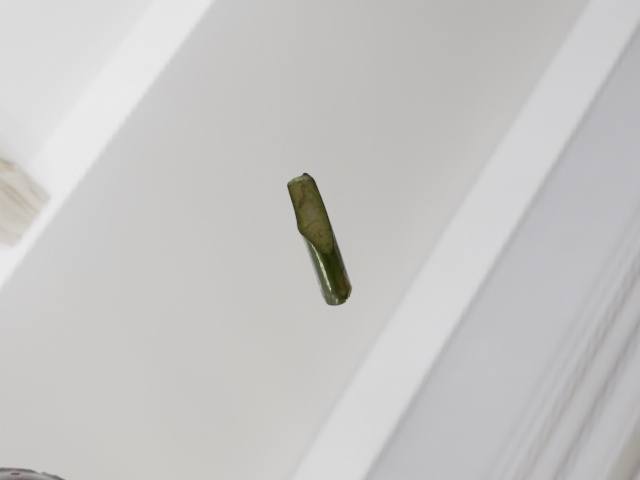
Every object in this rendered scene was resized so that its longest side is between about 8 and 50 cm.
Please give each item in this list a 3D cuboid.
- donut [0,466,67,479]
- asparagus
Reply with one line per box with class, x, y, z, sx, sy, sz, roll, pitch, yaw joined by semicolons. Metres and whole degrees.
donut;-0.283;0.334;1.134;0.270;0.103;0.269;2;-96;-23
asparagus;0.000;0.000;1.494;0.045;0.041;0.178;-59;-37;-40
